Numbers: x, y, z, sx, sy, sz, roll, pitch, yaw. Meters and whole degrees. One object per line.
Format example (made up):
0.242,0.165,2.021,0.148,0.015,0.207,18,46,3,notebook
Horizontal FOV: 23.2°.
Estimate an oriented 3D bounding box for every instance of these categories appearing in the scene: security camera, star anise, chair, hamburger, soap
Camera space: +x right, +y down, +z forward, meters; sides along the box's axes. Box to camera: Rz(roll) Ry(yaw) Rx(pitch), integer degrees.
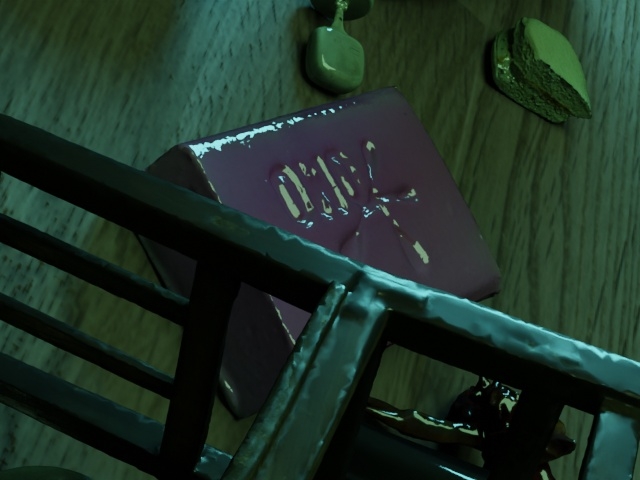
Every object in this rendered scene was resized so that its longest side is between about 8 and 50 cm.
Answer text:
0.011,-0.162,1.256,0.058,0.058,0.092,30,57,-31,security camera
0.099,0.152,1.109,0.144,0.158,0.140,-13,60,-17,star anise
-0.037,0.132,0.673,0.416,0.203,0.240,21,40,8,chair
0.209,-0.166,1.468,0.121,0.054,0.084,30,41,-35,hamburger
0.001,-0.001,1.095,0.259,0.081,0.181,-19,79,-52,soap

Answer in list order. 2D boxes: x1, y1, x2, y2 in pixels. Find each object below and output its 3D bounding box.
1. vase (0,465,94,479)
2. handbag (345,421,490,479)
-0.147,0.221,0.770,0.096,0.096,0.219,28,43,-32,vase
0.118,0.197,0.955,0.308,0.254,0.093,22,85,-8,handbag
